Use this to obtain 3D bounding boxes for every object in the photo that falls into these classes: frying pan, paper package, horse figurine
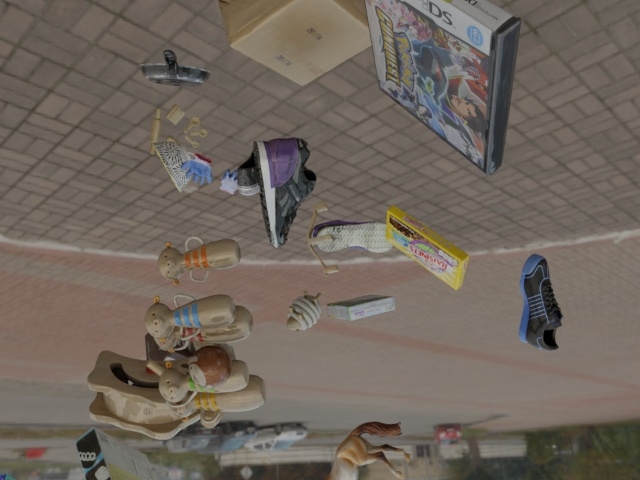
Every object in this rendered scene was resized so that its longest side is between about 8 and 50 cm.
[{"bbox_3d":[-0.364,-0.448,1.533,0.197,0.053,0.326,-2,-170,-32],"label":"frying pan"},{"bbox_3d":[-0.052,-0.595,1.542,0.309,0.168,0.324,-21,163,33],"label":"paper package"},{"bbox_3d":[0.075,0.477,1.170,0.174,0.263,0.066,22,165,13],"label":"horse figurine"}]

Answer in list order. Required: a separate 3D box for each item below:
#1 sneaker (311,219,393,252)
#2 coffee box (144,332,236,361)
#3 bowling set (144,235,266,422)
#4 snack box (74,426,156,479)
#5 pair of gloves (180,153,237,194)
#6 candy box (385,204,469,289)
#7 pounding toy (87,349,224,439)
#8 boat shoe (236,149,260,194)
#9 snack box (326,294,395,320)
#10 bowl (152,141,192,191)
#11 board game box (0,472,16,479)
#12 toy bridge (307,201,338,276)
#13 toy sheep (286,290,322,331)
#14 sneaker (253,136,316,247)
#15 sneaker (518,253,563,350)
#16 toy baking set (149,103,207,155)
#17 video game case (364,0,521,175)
[{"bbox_3d":[0.104,-0.026,1.928,0.293,0.102,0.146,2,-167,-22],"label":"sneaker"},{"bbox_3d":[-0.342,0.322,1.556,0.098,0.141,0.246,-42,131,13],"label":"coffee box"},{"bbox_3d":[-0.185,0.140,0.804,0.154,0.287,0.200,-10,-178,6],"label":"bowling set"},{"bbox_3d":[-0.401,0.555,1.218,0.060,0.322,0.187,-41,133,-6],"label":"snack box"},{"bbox_3d":[-0.284,-0.175,1.587,0.198,0.023,0.159,23,159,-16],"label":"pair of gloves"},{"bbox_3d":[0.226,0.015,1.251,0.027,0.206,0.105,-39,148,-23],"label":"candy box"},{"bbox_3d":[-0.274,0.235,1.010,0.269,0.155,0.154,11,-158,12],"label":"pounding toy"},{"bbox_3d":[-0.136,-0.191,1.360,0.080,0.228,0.076,8,125,23],"label":"boat shoe"},{"bbox_3d":[0.102,0.166,1.442,0.141,0.037,0.100,-9,-175,-33],"label":"snack box"},{"bbox_3d":[-0.434,-0.238,1.753,0.080,0.170,0.170,-29,161,-9],"label":"bowl"},{"bbox_3d":[-0.468,0.481,0.853,0.047,0.210,0.160,-13,133,5],"label":"board game box"},{"bbox_3d":[0.000,0.000,1.449,0.063,0.188,0.026,-13,162,11],"label":"toy bridge"},{"bbox_3d":[-0.039,0.182,1.497,0.132,0.091,0.091,-41,172,-24],"label":"toy sheep"},{"bbox_3d":[-0.065,-0.094,1.236,0.124,0.107,0.283,-11,139,-9],"label":"sneaker"},{"bbox_3d":[0.529,0.149,1.364,0.081,0.232,0.090,-15,-160,-32],"label":"sneaker"},{"bbox_3d":[-0.510,-0.352,2.056,0.196,0.256,0.030,14,178,-24],"label":"toy baking set"},{"bbox_3d":[0.154,-0.242,0.783,0.035,0.248,0.275,-39,151,-9],"label":"video game case"}]
